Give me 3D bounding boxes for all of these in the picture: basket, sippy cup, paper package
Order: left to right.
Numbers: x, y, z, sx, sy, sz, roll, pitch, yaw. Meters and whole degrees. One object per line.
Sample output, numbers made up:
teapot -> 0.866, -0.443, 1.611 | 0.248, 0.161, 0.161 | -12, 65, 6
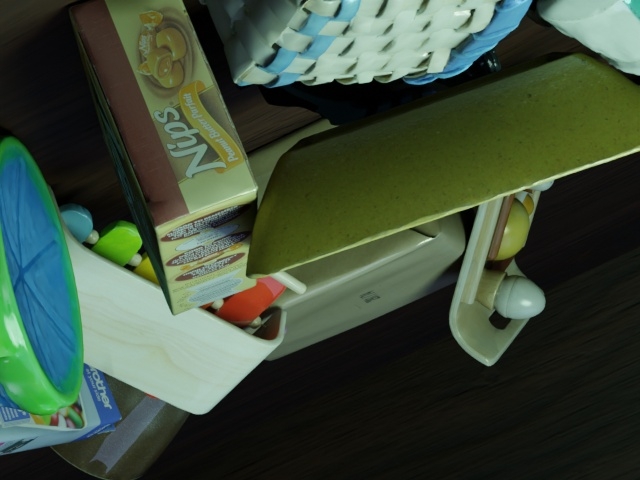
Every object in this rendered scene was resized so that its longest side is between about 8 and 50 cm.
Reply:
sippy cup -> -0.337, 0.048, 1.500 | 0.224, 0.240, 0.305 | -12, 160, 6
paper package -> 0.000, 0.000, 1.983 | 0.309, 0.168, 0.325 | -25, 168, 10
basket -> 0.075, -0.212, 1.117 | 0.288, 0.201, 0.255 | -12, 170, -23

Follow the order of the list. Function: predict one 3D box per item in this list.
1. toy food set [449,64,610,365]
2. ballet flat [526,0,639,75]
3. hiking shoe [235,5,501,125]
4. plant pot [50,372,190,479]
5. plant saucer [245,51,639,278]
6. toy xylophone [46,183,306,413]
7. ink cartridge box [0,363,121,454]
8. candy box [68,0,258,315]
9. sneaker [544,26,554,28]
toy food set -> 0.245, -0.034, 2.003 | 0.220, 0.092, 0.306 | -40, 148, -59
ballet flat -> 0.231, -0.188, 1.368 | 0.139, 0.139, 0.400 | -25, -171, 12
hiking shoe -> 0.058, -0.155, 1.608 | 0.132, 0.113, 0.304 | -21, 160, 31
plant pot -> -0.214, 0.135, 2.160 | 0.230, 0.215, 0.215 | -44, 159, 27
plant saucer -> 0.098, -0.075, 1.423 | 0.332, 0.081, 0.333 | -18, -175, 4
toy xylophone -> -0.155, 0.050, 1.730 | 0.236, 0.081, 0.322 | -37, 127, 21
ink cartridge box -> -0.323, 0.128, 1.902 | 0.065, 0.186, 0.311 | -30, 166, 24
candy box -> -0.120, -0.065, 1.446 | 0.087, 0.183, 0.316 | -21, 168, -8
sneaker -> 0.305, -0.249, 1.669 | 0.234, 0.078, 0.106 | -26, 165, 5
